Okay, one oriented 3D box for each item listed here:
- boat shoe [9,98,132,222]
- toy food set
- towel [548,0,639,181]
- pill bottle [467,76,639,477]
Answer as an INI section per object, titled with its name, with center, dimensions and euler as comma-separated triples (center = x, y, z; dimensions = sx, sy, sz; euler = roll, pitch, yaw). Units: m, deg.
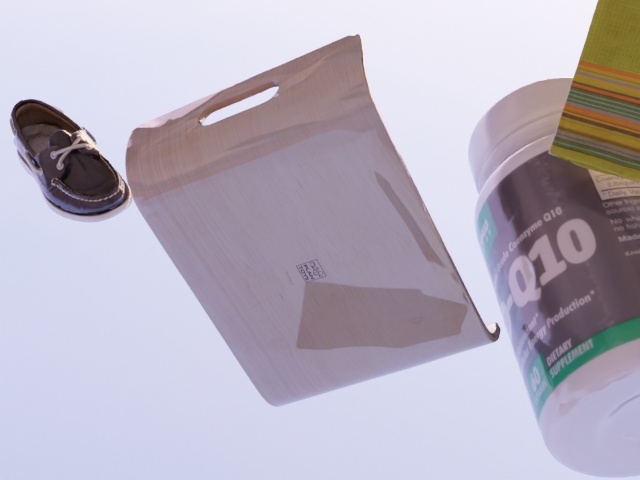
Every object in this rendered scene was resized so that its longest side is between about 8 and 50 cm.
[boat shoe]
center = -0.155, -0.051, 0.598
dimensions = 0.046, 0.038, 0.125
euler = -26, -140, -22
[toy food set]
center = 0.000, 0.000, 0.841
dimensions = 0.219, 0.306, 0.092
euler = -19, -151, 20
[towel]
center = 0.272, -0.172, 0.825
dimensions = 0.102, 0.237, 0.021
euler = 20, -170, 30
[pill bottle]
center = 0.264, 0.021, 0.935
dimensions = 0.204, 0.204, 0.361
euler = -4, -133, -7
